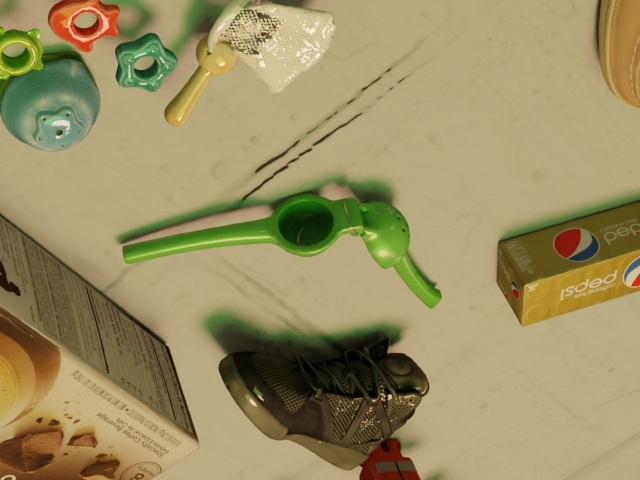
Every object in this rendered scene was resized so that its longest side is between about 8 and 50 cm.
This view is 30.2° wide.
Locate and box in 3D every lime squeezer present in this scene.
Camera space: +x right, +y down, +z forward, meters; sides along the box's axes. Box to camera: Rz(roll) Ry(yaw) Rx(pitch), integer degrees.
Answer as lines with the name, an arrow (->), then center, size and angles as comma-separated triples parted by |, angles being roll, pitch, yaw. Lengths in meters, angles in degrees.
lime squeezer -> 0.000, 0.000, 0.968 | 0.310, 0.059, 0.110 | 9, 158, -33

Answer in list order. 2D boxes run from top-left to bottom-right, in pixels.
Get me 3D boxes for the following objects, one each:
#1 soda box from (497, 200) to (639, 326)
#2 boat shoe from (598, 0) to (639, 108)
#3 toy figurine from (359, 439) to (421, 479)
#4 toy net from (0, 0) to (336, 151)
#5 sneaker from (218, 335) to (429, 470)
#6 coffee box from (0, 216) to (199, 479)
soda box -> 0.255, 0.016, 1.080 | 0.181, 0.058, 0.061 | -16, 137, -9
boat shoe -> 0.298, -0.218, 0.829 | 0.121, 0.110, 0.341 | -3, 133, -21
toy figurine -> 0.053, 0.336, 1.241 | 0.209, 0.148, 0.213 | -30, 138, 6
toy net -> -0.106, -0.131, 0.787 | 0.232, 0.045, 0.122 | -19, 135, -8
sneaker -> 0.010, 0.127, 1.063 | 0.130, 0.087, 0.227 | -40, 138, 14
coffee box -> -0.249, 0.099, 0.891 | 0.168, 0.119, 0.297 | -34, 136, 9
